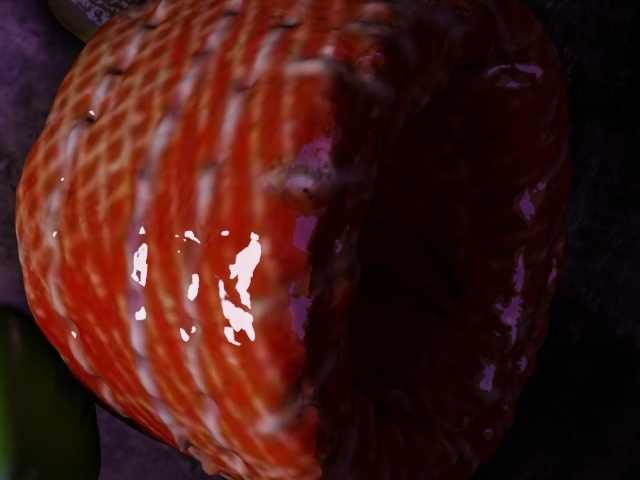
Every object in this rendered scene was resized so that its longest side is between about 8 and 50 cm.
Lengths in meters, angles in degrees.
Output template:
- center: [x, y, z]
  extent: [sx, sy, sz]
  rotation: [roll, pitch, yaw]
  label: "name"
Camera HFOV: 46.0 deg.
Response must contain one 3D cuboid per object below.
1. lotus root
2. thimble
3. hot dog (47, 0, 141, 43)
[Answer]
- center: [-0.212, 0.144, 0.470]
  extent: [0.186, 0.186, 0.186]
  rotation: [-4, 98, -30]
  label: "lotus root"
- center: [0.000, 0.000, 0.501]
  extent: [0.350, 0.230, 0.350]
  rotation: [-19, 115, -47]
  label: "thimble"
- center: [-0.101, -0.236, 0.543]
  extent: [0.084, 0.073, 0.243]
  rotation: [39, 78, -24]
  label: "hot dog"
